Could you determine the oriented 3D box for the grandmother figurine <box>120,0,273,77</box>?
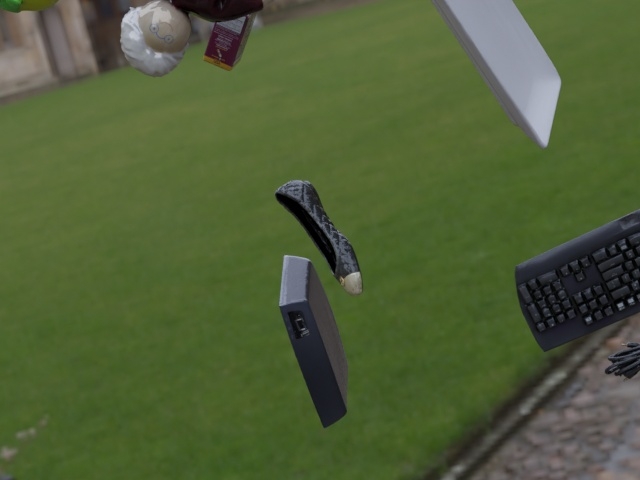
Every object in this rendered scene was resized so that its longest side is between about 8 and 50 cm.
[{"bbox_3d":[-0.134,-0.350,1.753,0.342,0.208,0.104,-54,0,14],"label":"grandmother figurine"}]

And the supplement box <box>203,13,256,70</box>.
[{"bbox_3d":[-0.120,-0.277,1.929,0.043,0.083,0.055,24,26,3],"label":"supplement box"}]

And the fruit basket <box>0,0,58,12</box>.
[{"bbox_3d":[-0.368,-0.493,2.145,0.392,0.392,0.283,-15,5,-1],"label":"fruit basket"}]

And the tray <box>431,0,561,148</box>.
[{"bbox_3d":[0.175,-0.232,1.553,0.030,0.270,0.145,-22,29,31],"label":"tray"}]

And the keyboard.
[{"bbox_3d":[0.401,0.056,1.707,0.317,0.201,0.033,-25,20,12],"label":"keyboard"}]

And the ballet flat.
[{"bbox_3d":[0.000,0.000,1.800,0.049,0.173,0.057,-22,-22,-27],"label":"ballet flat"}]

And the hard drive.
[{"bbox_3d":[-0.007,0.164,2.392,0.054,0.255,0.172,-13,30,10],"label":"hard drive"}]
